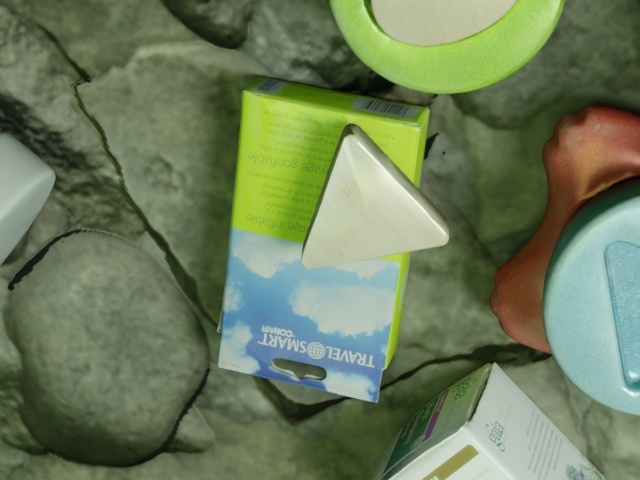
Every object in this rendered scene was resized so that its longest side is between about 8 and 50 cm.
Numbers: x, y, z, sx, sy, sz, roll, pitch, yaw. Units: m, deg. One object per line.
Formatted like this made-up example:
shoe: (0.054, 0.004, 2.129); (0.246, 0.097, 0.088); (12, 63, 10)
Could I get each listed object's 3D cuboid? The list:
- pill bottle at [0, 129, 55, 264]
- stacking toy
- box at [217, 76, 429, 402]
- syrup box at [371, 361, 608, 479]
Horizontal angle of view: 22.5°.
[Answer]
pill bottle: (-0.319, -0.087, 0.942); (0.318, 0.176, 0.176); (38, 115, -1)
stacking toy: (0.130, -0.056, 0.826); (0.279, 0.130, 0.309); (8, 113, -1)
box: (0.000, 0.000, 0.960); (0.109, 0.042, 0.178); (12, 113, 11)
syrup box: (0.141, 0.198, 0.969); (0.237, 0.093, 0.096); (45, 115, -4)
